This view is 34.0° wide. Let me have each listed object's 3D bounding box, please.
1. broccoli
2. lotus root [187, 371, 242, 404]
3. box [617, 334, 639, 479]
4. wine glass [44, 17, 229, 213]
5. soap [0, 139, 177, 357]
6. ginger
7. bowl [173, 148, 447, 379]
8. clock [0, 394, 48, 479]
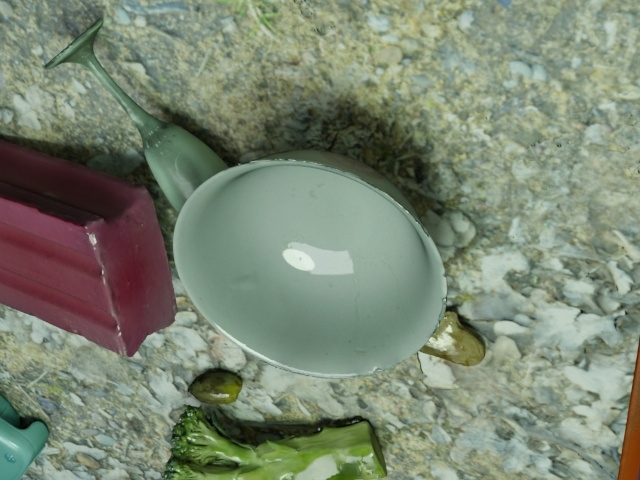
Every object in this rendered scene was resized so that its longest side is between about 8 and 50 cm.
[{"bbox_3d":[-0.067,0.393,1.670,0.361,0.221,0.252,3,95,16],"label":"broccoli"},{"bbox_3d":[-0.172,0.236,1.679,0.099,0.054,0.049,-2,132,25],"label":"lotus root"},{"bbox_3d":[0.517,0.256,1.161,0.257,0.349,0.318,-17,119,35],"label":"box"},{"bbox_3d":[-0.260,-0.134,1.440,0.309,0.096,0.264,49,154,-18],"label":"wine glass"},{"bbox_3d":[-0.393,0.003,1.497,0.359,0.128,0.233,18,132,29],"label":"soap"},{"bbox_3d":[0.082,0.137,1.461,0.294,0.086,0.131,9,108,13],"label":"ginger"},{"bbox_3d":[0.000,0.000,1.324,0.345,0.157,0.345,9,129,11],"label":"bowl"},{"bbox_3d":[-0.665,0.354,1.991,0.274,0.094,0.223,40,132,-5],"label":"clock"}]
